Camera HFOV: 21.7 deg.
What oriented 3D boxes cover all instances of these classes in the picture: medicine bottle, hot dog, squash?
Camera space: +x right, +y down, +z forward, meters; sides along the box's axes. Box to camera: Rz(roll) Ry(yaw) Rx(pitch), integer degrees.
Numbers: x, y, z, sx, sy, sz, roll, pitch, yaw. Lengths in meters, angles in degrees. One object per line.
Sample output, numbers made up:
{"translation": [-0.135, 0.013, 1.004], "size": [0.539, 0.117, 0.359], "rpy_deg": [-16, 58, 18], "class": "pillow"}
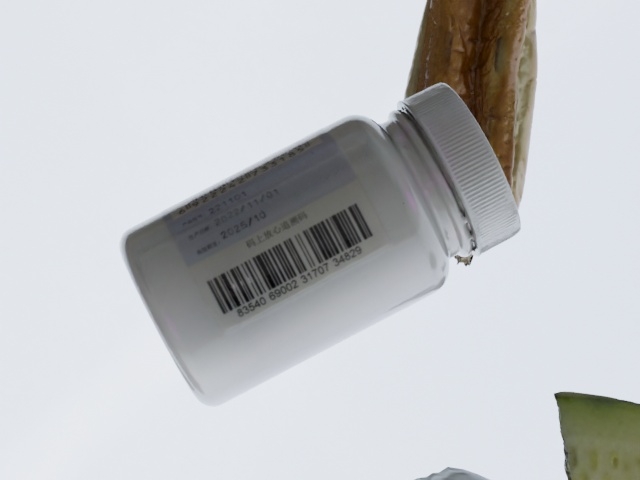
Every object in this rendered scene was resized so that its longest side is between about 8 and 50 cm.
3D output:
{"translation": [0.000, 0.000, 0.854], "size": [0.186, 0.103, 0.103], "rpy_deg": [-28, -136, -3], "class": "medicine bottle"}
{"translation": [0.114, -0.104, 1.295], "size": [0.102, 0.076, 0.249], "rpy_deg": [6, -95, 0], "class": "hot dog"}
{"translation": [0.320, 0.232, 1.361], "size": [0.155, 0.204, 0.237], "rpy_deg": [-23, -119, 34], "class": "squash"}

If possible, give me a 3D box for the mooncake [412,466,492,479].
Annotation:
{"translation": [-0.007, 0.201, 0.376], "size": [0.136, 0.250, 0.254], "rpy_deg": [30, -132, 21], "class": "mooncake"}
